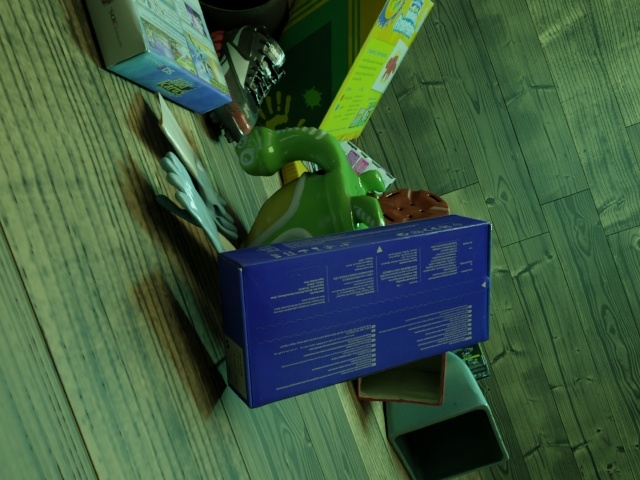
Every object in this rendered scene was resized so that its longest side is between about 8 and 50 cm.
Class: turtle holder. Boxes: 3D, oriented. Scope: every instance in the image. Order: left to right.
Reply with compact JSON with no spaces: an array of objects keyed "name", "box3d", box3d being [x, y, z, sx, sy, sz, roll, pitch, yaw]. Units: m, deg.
[{"name":"turtle holder","box3d":[-0.006,0.002,0.940,0.243,0.227,0.320,-95,161,-48]}]

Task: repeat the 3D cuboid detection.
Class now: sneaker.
[{"name":"sneaker","box3d":[-0.124,-0.276,1.079,0.098,0.135,0.276,61,16,-47]}]

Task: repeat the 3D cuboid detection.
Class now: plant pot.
[{"name":"plant pot","box3d":[0.242,0.019,1.758,0.272,0.272,0.265,-93,-179,-54]},{"name":"plant pot","box3d":[0.304,0.433,1.654,0.252,0.247,0.247,-98,164,-54]}]

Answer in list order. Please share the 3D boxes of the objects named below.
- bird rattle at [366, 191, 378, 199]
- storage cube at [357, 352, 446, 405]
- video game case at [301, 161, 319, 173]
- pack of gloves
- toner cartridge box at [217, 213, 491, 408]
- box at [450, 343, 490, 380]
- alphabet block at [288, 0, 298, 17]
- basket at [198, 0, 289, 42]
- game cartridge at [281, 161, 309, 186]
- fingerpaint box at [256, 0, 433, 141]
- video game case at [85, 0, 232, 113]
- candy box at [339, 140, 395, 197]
[{"name":"bird rattle","box3d":[0.103,-0.044,1.910,0.253,0.143,0.207,77,9,-73]},{"name":"storage cube","box3d":[0.182,0.233,1.420,0.193,0.183,0.215,-38,129,-78]},{"name":"video game case","box3d":[-0.070,-0.277,1.582,0.248,0.035,0.275,50,25,-61]},{"name":"pack of gloves","box3d":[-0.159,-0.043,0.812,0.195,0.046,0.232,-114,178,-46]},{"name":"toner cartridge box","box3d":[0.054,0.073,0.785,0.075,0.347,0.165,22,-63,58]},{"name":"box","box3d":[0.310,0.322,1.782,0.060,0.269,0.216,-88,155,-62]},{"name":"alphabet block","box3d":[-0.105,-0.548,1.452,0.193,0.197,0.193,-59,128,-75]},{"name":"basket","box3d":[-0.141,-0.443,1.220,0.227,0.204,0.154,61,51,-75]},{"name":"game cartridge","box3d":[0.000,0.000,1.435,0.285,0.052,0.324,50,21,-59]},{"name":"fingerpaint box","box3d":[0.055,-0.403,1.370,0.163,0.371,0.445,33,20,7]},{"name":"video game case","box3d":[-0.225,-0.312,0.846,0.269,0.061,0.245,1,68,-78]},{"name":"candy box","box3d":[0.080,-0.228,1.770,0.233,0.071,0.159,34,8,-23]}]
